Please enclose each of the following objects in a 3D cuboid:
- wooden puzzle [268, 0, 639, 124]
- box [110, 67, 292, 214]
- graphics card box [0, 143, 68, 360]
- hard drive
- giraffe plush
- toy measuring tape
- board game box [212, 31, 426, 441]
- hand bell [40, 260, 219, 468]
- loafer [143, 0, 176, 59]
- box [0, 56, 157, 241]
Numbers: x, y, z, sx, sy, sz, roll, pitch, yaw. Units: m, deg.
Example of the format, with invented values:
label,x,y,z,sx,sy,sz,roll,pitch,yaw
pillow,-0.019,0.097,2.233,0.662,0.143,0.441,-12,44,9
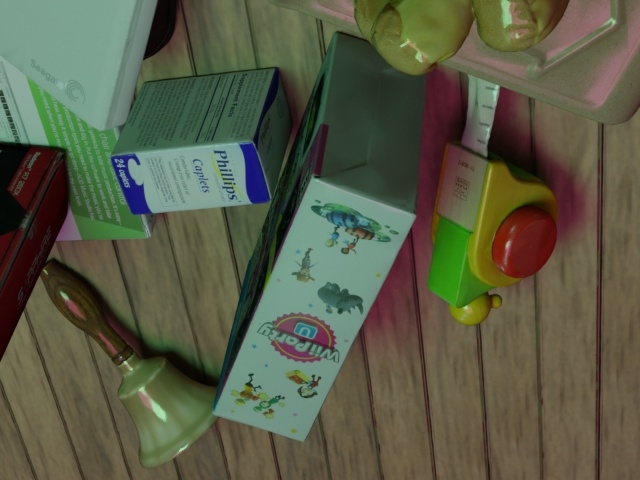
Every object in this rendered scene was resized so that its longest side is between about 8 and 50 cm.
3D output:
label,x,y,z,sx,sy,sz,roll,pitch,yaw
wooden puzzle,0.165,-0.278,1.067,0.348,0.080,0.322,16,123,-16
box,-0.106,-0.091,1.270,0.137,0.126,0.072,-5,128,14
graphics card box,-0.440,-0.003,1.262,0.371,0.233,0.094,7,131,5
hard drive,-0.207,-0.267,1.126,0.203,0.040,0.307,37,130,20
giraffe plush,0.107,-0.236,0.951,0.210,0.181,0.170,-22,118,-1
toy measuring tape,0.173,-0.072,1.271,0.121,0.121,0.330,9,113,2
board game box,0.000,0.000,1.266,0.097,0.224,0.303,17,130,-6
hand bell,-0.222,0.118,1.505,0.126,0.126,0.242,-30,106,30
loafer,-0.158,-0.241,1.183,0.080,0.078,0.220,4,131,6
box,-0.338,-0.099,1.353,0.322,0.058,0.232,-1,130,12
